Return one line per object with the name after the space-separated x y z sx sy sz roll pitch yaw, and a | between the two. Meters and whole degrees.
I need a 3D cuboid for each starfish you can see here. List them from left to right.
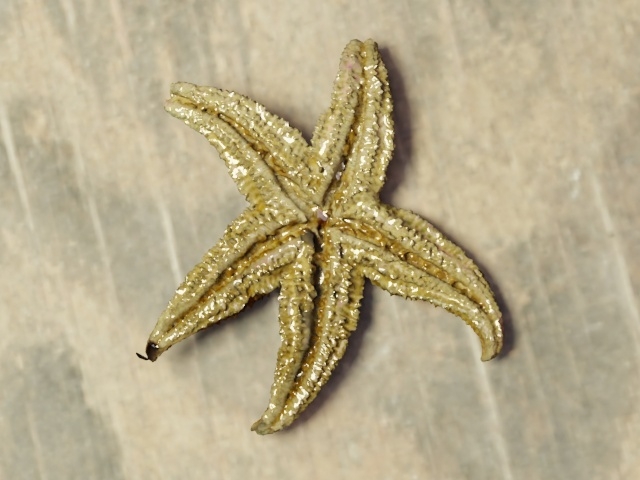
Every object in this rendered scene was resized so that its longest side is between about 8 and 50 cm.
0.000 0.000 0.981 0.240 0.043 0.227 33 95 7 | starfish
